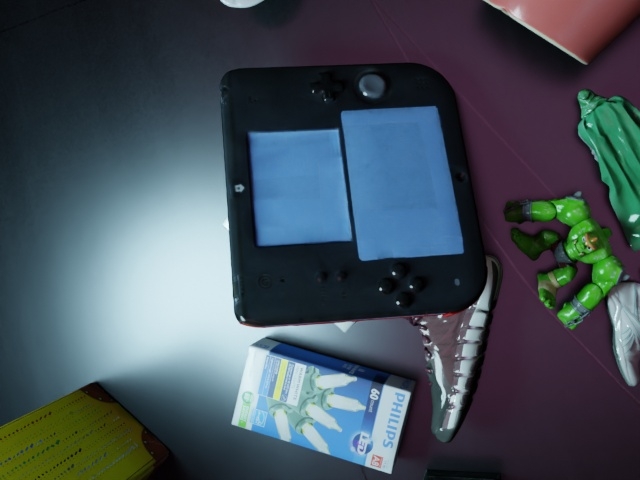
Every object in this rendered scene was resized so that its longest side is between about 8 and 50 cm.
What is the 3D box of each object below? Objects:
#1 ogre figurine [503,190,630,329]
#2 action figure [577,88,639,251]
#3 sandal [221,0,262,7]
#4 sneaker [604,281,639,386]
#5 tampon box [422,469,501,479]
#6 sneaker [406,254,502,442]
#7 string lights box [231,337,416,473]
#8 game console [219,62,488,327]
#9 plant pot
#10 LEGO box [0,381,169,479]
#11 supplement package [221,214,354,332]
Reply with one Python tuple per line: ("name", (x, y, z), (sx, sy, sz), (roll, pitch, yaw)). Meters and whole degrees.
("ogre figurine", (0.352, 0.014, 1.136), (0.118, 0.096, 0.197), (-32, 62, 29))
("action figure", (0.435, -0.117, 1.118), (0.137, 0.063, 0.232), (-34, 89, 16))
("sandal", (-0.095, -0.465, 1.228), (0.101, 0.076, 0.265), (11, 76, -1))
("sneaker", (0.447, 0.133, 1.138), (0.061, 0.053, 0.152), (-8, 91, 12))
("tampon box", (0.212, 0.441, 1.192), (0.120, 0.101, 0.161), (-2, 94, 15))
("sneaker", (0.165, 0.147, 1.195), (0.162, 0.106, 0.282), (13, 87, 18))
("string lights box", (0.006, 0.253, 1.244), (0.259, 0.077, 0.134), (14, 96, 12))
("game console", (0.041, -0.074, 1.102), (0.341, 0.060, 0.387), (-2, 68, -11))
("plant pot", (0.340, -0.384, 1.038), (0.275, 0.275, 0.243), (36, 111, 9))
("LEGO box", (-0.490, 0.458, 1.165), (0.193, 0.500, 0.372), (40, 101, 8))
("supplement package", (0.000, 0.000, 1.196), (0.244, 0.139, 0.134), (40, 102, 7))
